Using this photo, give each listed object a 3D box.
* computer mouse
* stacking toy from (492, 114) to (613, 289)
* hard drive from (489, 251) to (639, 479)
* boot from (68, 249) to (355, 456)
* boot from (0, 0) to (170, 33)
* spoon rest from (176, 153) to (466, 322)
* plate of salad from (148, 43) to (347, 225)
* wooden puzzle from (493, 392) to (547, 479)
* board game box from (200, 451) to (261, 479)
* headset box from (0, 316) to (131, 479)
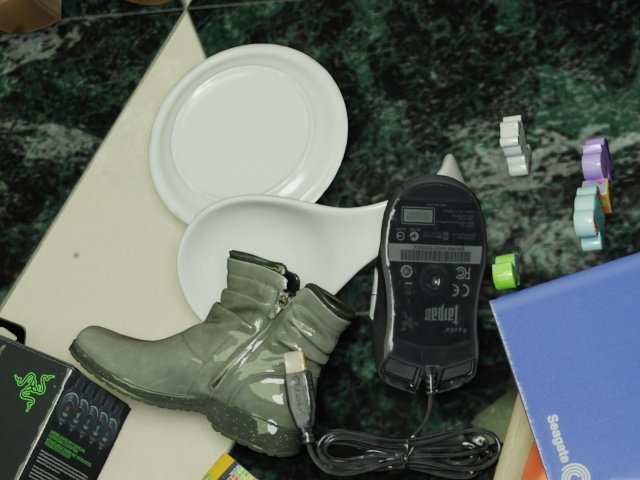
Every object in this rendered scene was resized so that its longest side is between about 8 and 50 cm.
[{"bbox_3d":[0.054,0.077,1.565,0.184,0.060,0.262,-4,89,-13],"label":"computer mouse"},{"bbox_3d":[0.234,-0.044,1.559,0.167,0.052,0.221,-8,38,18],"label":"stacking toy"},{"bbox_3d":[0.320,0.096,1.482,0.319,0.040,0.210,-18,63,5],"label":"hard drive"},{"bbox_3d":[-0.095,0.079,1.639,0.246,0.083,0.161,20,96,18],"label":"boot"},{"bbox_3d":[-0.223,-0.345,1.889,0.283,0.109,0.220,-17,60,22],"label":"boot"},{"bbox_3d":[0.000,0.000,1.647,0.276,0.084,0.137,-22,99,9],"label":"spoon rest"},{"bbox_3d":[-0.068,-0.094,1.743,0.200,0.048,0.200,-6,68,16],"label":"plate of salad"},{"bbox_3d":[0.259,0.169,1.513,0.221,0.044,0.238,9,72,23],"label":"wooden puzzle"},{"bbox_3d":[-0.017,0.254,1.510,0.141,0.170,0.048,36,83,28],"label":"board game box"},{"bbox_3d":[-0.346,0.203,1.678,0.246,0.131,0.283,20,76,26],"label":"headset box"}]
